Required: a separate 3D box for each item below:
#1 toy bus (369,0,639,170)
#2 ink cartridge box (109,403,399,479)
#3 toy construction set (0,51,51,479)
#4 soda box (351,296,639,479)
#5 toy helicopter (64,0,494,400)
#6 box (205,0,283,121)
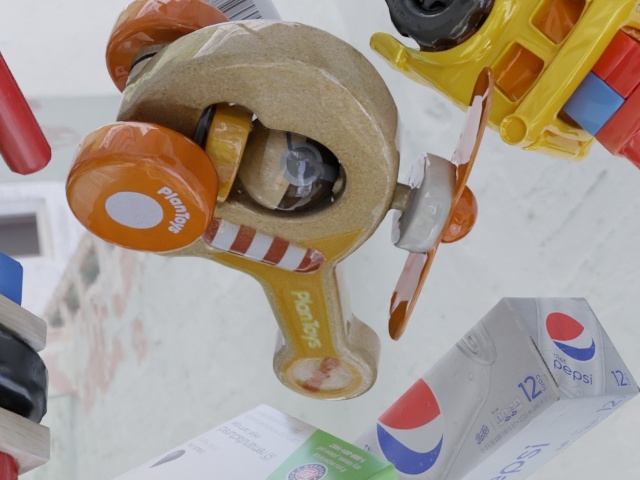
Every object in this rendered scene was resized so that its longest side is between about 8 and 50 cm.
[{"bbox_3d":[0.174,-0.152,0.666,0.211,0.149,0.220,46,-68,30],"label":"toy bus"},{"bbox_3d":[-0.094,0.228,0.666,0.198,0.273,0.114,7,-62,62],"label":"ink cartridge box"},{"bbox_3d":[-0.226,-0.009,0.352,0.237,0.257,0.309,76,31,-48],"label":"toy construction set"},{"bbox_3d":[0.116,0.161,0.852,0.286,0.098,0.091,-52,-129,39],"label":"soda box"},{"bbox_3d":[0.000,0.000,0.686,0.355,0.235,0.140,75,16,-50],"label":"toy helicopter"},{"bbox_3d":[-0.070,-0.135,0.774,0.101,0.102,0.087,62,5,24],"label":"box"}]
